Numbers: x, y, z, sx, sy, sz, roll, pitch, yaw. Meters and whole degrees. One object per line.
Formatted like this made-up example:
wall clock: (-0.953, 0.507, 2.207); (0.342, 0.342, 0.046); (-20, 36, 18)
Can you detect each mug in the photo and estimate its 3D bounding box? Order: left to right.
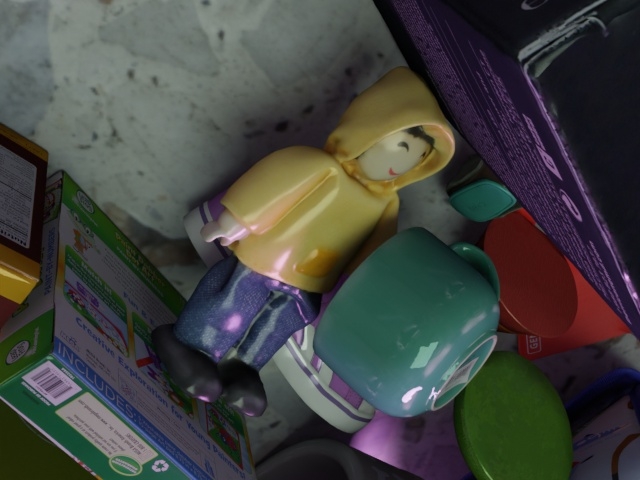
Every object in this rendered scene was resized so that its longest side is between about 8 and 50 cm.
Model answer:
mug: (0.082, 0.060, 0.725); (0.158, 0.097, 0.129); (-46, 157, -7)

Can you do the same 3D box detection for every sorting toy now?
sorting toy: (0.132, 0.151, 0.828); (0.127, 0.365, 0.126); (31, 142, -25)

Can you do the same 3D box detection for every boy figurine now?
boy figurine: (0.000, 0.000, 0.731); (0.177, 0.092, 0.285); (32, 104, -40)

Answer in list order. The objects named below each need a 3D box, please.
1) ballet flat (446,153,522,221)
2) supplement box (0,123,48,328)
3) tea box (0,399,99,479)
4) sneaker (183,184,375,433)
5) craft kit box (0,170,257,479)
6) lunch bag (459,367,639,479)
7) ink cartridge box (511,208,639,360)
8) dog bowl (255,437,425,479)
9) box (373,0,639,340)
ballet flat: (0.163, -0.060, 0.768); (0.072, 0.213, 0.068); (37, 78, -9)
supplement box: (-0.307, 0.015, 0.693); (0.129, 0.194, 0.191); (33, 109, -28)
tea box: (-0.275, 0.287, 0.789); (0.323, 0.329, 0.220); (30, 110, -28)
sneaker: (0.020, 0.049, 0.854); (0.161, 0.102, 0.282); (-31, 123, 2)
craft kit box: (-0.145, 0.098, 0.755); (0.061, 0.246, 0.250); (-31, 122, 10)
lunch bag: (0.252, 0.306, 0.938); (0.328, 0.385, 0.239); (-42, 84, 14)
ink cartridge box: (0.313, -0.008, 0.910); (0.261, 0.066, 0.296); (-16, 124, -4)
dog bowl: (-0.038, 0.337, 0.884); (0.349, 0.349, 0.102); (-43, 109, 14)
box: (0.204, -0.173, 0.581); (0.293, 0.395, 0.212); (-32, 122, 4)
